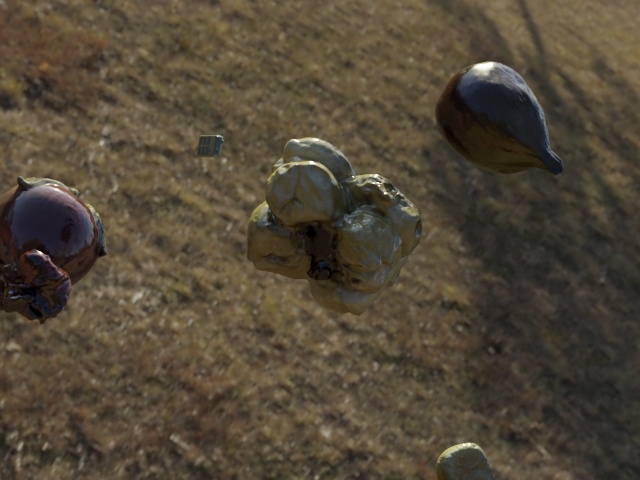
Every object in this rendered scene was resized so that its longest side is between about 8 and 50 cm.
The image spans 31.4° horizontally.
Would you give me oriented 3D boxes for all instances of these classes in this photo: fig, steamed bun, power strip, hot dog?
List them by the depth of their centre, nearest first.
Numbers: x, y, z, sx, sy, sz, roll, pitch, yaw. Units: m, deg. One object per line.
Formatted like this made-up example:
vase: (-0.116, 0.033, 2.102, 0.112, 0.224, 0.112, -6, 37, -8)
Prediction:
fig: (0.192, -0.117, 1.178, 0.154, 0.103, 0.109, 35, 70, 22)
steamed bun: (0.000, 0.000, 1.219, 0.177, 0.192, 0.106, 40, 54, 10)
hot dog: (0.253, 0.445, 1.829, 0.084, 0.073, 0.242, -20, 83, -22)
power strip: (-0.201, -0.171, 2.069, 0.016, 0.040, 0.090, 9, 0, -28)

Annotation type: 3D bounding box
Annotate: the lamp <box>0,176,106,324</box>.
lamp: (-0.362, 0.015, 1.496, 0.151, 0.215, 0.223, 32, 64, -38)
